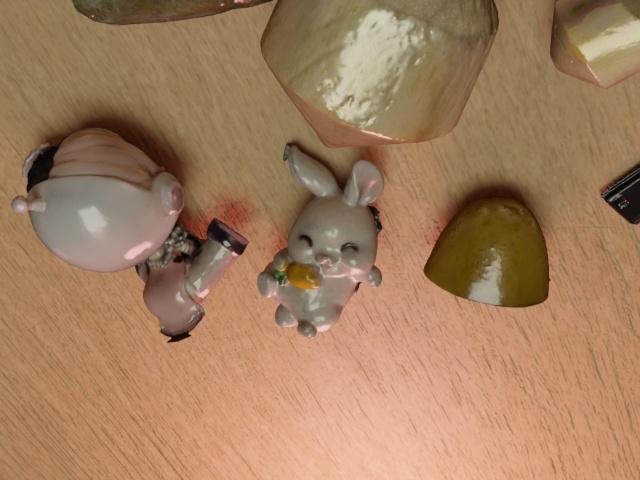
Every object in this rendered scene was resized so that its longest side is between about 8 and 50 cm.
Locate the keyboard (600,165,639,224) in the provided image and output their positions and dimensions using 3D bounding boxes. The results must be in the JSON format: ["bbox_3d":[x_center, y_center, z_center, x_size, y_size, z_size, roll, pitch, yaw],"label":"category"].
[{"bbox_3d":[0.549,-0.111,1.420,0.093,0.025,0.230,36,125,-22],"label":"keyboard"}]

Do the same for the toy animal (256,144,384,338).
[{"bbox_3d":[0.005,0.005,1.519,0.208,0.154,0.326,13,111,24],"label":"toy animal"}]

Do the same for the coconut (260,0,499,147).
[{"bbox_3d":[0.069,-0.252,1.204,0.328,0.329,0.329,4,129,5],"label":"coconut"}]

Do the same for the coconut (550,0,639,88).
[{"bbox_3d":[0.382,-0.278,1.233,0.152,0.147,0.147,-26,121,25],"label":"coconut"}]

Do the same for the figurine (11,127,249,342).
[{"bbox_3d":[-0.306,-0.024,1.493,0.253,0.211,0.361,-28,121,27],"label":"figurine"}]

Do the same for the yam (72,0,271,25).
[{"bbox_3d":[-0.192,-0.368,1.258,0.330,0.133,0.133,-7,128,17],"label":"yam"}]

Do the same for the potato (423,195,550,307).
[{"bbox_3d":[0.282,0.005,1.478,0.203,0.178,0.158,23,117,21],"label":"potato"}]
